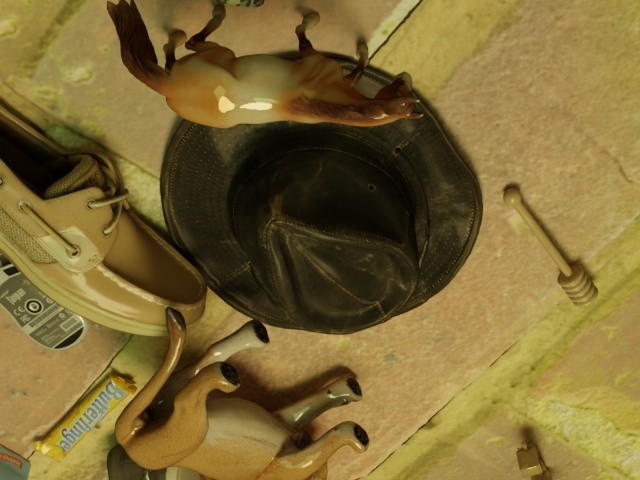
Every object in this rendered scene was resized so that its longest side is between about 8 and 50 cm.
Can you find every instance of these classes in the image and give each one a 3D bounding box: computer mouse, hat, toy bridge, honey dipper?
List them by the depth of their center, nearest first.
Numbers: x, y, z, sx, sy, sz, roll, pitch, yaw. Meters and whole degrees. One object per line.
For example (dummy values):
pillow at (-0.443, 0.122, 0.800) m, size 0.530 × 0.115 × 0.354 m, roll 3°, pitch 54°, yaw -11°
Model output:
hat at (0.000, 0.000, 1.099) m, size 0.332 × 0.134 × 0.331 m, roll 0°, pitch 127°, yaw 0°
honey dipper at (0.232, 0.007, 1.172) m, size 0.030 × 0.030 × 0.160 m, roll -31°, pitch 119°, yaw 20°
computer mouse at (-0.314, 0.037, 1.177) m, size 0.106 × 0.042 × 0.193 m, roll -34°, pitch 114°, yaw 16°
toy bridge at (0.266, 0.299, 1.364) m, size 0.026 × 0.063 × 0.188 m, roll -18°, pitch 126°, yaw 11°

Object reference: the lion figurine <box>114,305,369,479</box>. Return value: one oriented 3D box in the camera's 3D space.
lion figurine at (-0.103, 0.212, 1.220) m, size 0.240 × 0.142 × 0.392 m, roll -34°, pitch 131°, yaw 20°

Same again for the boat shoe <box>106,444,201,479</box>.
boat shoe at (-0.177, 0.369, 1.390) m, size 0.096 × 0.112 × 0.335 m, roll 3°, pitch 122°, yaw 17°

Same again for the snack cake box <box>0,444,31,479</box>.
snack cake box at (-0.485, 0.259, 1.305) m, size 0.264 × 0.089 × 0.152 m, roll 37°, pitch 118°, yaw -25°

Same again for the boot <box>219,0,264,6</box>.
boot at (-0.119, -0.294, 0.911) m, size 0.237 × 0.085 × 0.178 m, roll 16°, pitch 127°, yaw -13°

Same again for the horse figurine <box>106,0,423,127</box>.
horse figurine at (-0.053, -0.143, 0.967) m, size 0.263 × 0.174 × 0.066 m, roll 5°, pitch 126°, yaw -4°

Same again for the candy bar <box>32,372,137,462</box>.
candy bar at (-0.267, 0.200, 1.310) m, size 0.040 × 0.018 × 0.161 m, roll 35°, pitch 119°, yaw -24°

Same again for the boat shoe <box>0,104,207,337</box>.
boat shoe at (-0.238, -0.025, 1.082) m, size 0.341 × 0.121 × 0.110 m, roll 32°, pitch 120°, yaw -21°
